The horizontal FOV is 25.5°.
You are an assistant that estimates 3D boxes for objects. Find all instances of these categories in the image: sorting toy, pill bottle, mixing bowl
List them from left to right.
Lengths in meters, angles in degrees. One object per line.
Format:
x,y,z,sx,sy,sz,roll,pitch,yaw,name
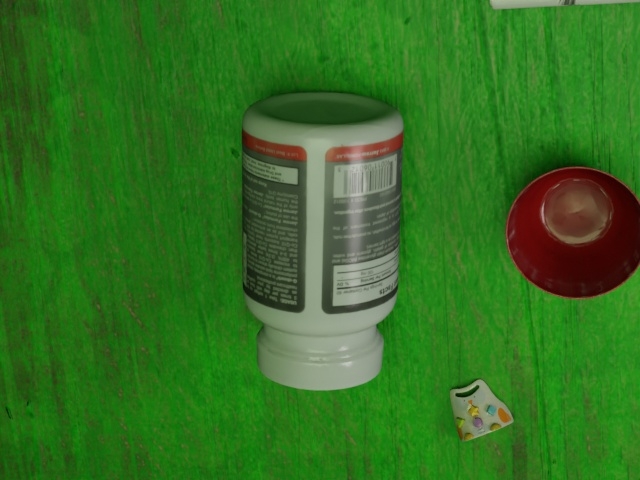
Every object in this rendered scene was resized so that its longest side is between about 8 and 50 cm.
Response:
0.000,0.000,1.872,0.210,0.210,0.362,5,110,9,pill bottle
0.219,0.239,2.012,0.083,0.045,0.075,-24,84,17,sorting toy
0.337,-0.024,1.861,0.182,0.098,0.181,4,110,10,mixing bowl

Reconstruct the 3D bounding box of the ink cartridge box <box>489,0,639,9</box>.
0.310,-0.369,1.752,0.203,0.086,0.148,0,108,11,ink cartridge box
